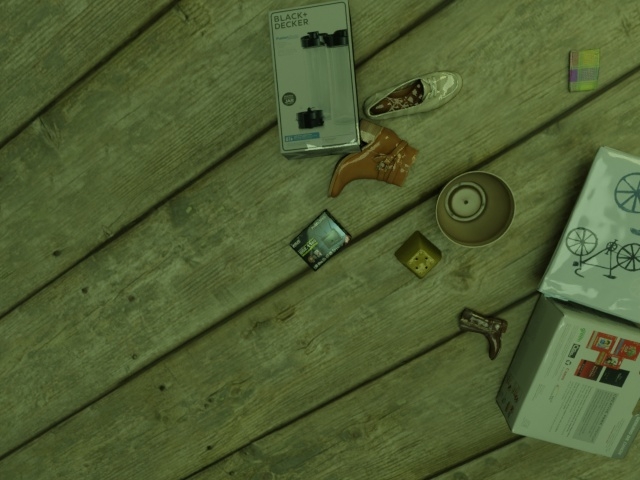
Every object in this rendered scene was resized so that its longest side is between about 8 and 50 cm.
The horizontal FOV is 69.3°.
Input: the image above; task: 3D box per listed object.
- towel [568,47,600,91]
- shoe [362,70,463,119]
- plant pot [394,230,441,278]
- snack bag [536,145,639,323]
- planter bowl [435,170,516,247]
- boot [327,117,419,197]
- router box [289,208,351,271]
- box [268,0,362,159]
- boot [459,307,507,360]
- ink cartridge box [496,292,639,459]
[{"bbox_3d":[0.549,-0.356,0.965,0.060,0.009,0.084,-4,105,6],"label":"towel"},{"bbox_3d":[0.197,-0.304,0.987,0.218,0.058,0.077,-17,103,10],"label":"shoe"},{"bbox_3d":[0.227,0.040,1.062,0.081,0.083,0.081,41,105,-5],"label":"plant pot"},{"bbox_3d":[0.675,0.010,0.977,0.322,0.037,0.343,18,103,5],"label":"snack bag"},{"bbox_3d":[0.326,-0.076,1.008,0.161,0.109,0.162,2,105,6],"label":"planter bowl"},{"bbox_3d":[0.113,-0.154,1.031,0.152,0.073,0.197,28,108,-6],"label":"boot"},{"bbox_3d":[0.000,0.000,1.097,0.122,0.038,0.092,-43,96,14],"label":"router box"},{"bbox_3d":[-0.010,-0.323,0.954,0.169,0.087,0.290,-4,90,8],"label":"box"},{"bbox_3d":[0.381,0.226,1.119,0.114,0.037,0.107,15,92,-2],"label":"boot"},{"bbox_3d":[0.605,0.316,1.073,0.271,0.130,0.310,16,106,0],"label":"ink cartridge box"}]
